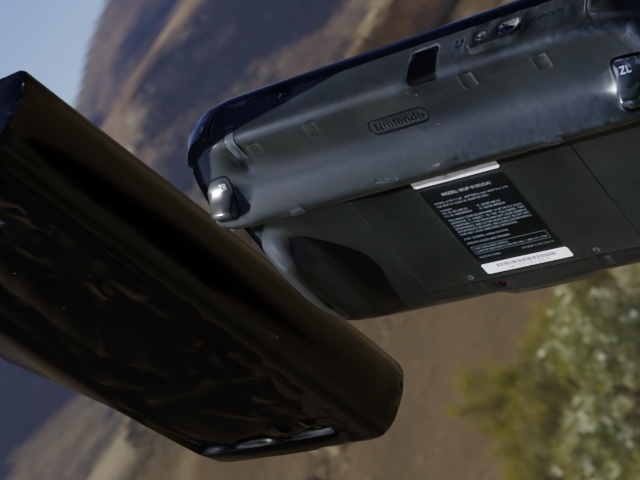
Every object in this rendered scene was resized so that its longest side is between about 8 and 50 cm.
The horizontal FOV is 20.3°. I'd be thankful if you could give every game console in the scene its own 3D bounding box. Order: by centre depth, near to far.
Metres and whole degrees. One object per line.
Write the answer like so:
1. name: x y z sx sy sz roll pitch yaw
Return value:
1. game console: 0.000 0.000 0.632 0.361 0.213 0.044 -14 49 40
